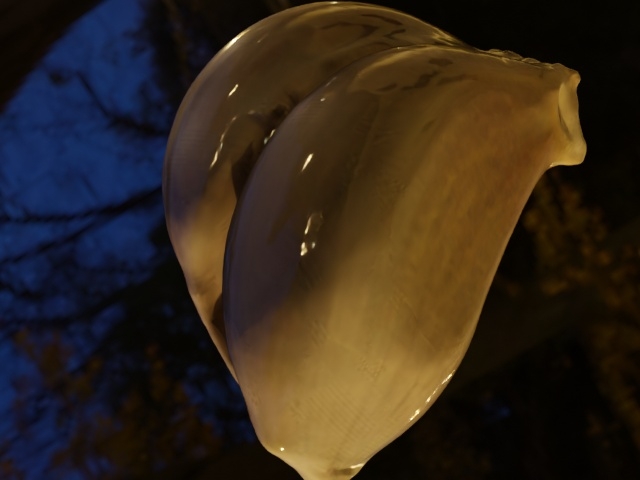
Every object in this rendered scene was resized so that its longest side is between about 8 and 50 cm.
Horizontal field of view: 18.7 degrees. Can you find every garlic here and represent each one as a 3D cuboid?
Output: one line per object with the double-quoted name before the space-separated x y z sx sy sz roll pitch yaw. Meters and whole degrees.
"garlic" 0.000 0.000 1.265 0.231 0.340 0.246 17 173 35
